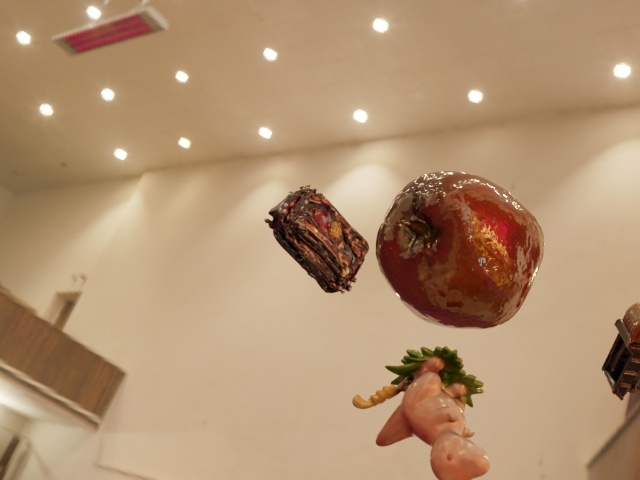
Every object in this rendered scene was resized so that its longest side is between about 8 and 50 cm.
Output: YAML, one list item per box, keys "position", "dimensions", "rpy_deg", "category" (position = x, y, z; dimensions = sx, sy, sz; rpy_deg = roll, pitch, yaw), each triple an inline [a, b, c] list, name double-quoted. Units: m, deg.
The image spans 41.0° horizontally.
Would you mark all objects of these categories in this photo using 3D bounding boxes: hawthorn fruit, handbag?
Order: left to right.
- position: [0.000, 0.000, 1.953]
  dimensions: [0.260, 0.162, 0.113]
  rpy_deg: [48, -36, -18]
  category: "handbag"
- position: [0.222, 0.008, 1.417]
  dimensions: [0.268, 0.267, 0.301]
  rpy_deg: [3, -13, 34]
  category: "hawthorn fruit"

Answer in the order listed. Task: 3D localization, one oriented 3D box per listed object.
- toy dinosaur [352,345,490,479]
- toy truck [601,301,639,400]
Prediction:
- position: [0.155, 0.255, 1.152]
  dimensions: [0.194, 0.177, 0.152]
  rpy_deg: [-5, -46, 32]
  category: "toy dinosaur"
- position: [0.604, 0.209, 1.630]
  dimensions: [0.092, 0.083, 0.192]
  rpy_deg: [11, -60, -7]
  category: "toy truck"
